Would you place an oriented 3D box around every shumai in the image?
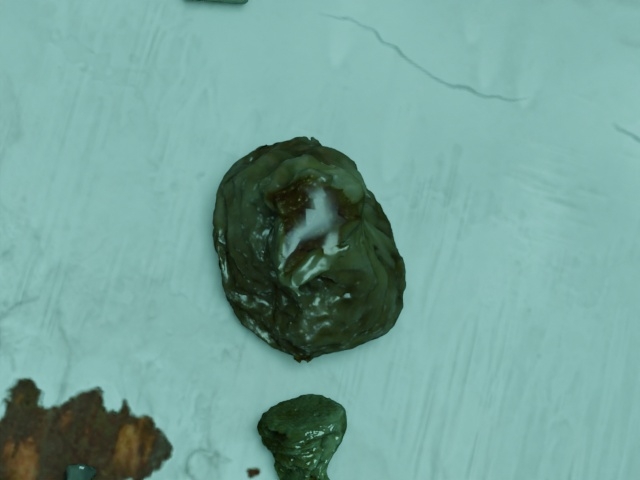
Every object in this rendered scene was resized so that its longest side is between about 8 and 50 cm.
[{"bbox_3d":[0.000,0.000,1.661,0.166,0.175,0.206,-31,89,-18],"label":"shumai"},{"bbox_3d":[-0.009,0.187,1.682,0.083,0.082,0.080,-12,118,13],"label":"shumai"}]

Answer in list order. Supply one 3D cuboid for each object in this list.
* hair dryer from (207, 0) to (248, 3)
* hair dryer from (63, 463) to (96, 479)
[{"bbox_3d":[-0.099,-0.283,1.779,0.063,0.038,0.124,2,71,-13],"label":"hair dryer"},{"bbox_3d":[-0.136,0.347,1.578,0.301,0.121,0.361,-7,65,-38],"label":"hair dryer"}]
